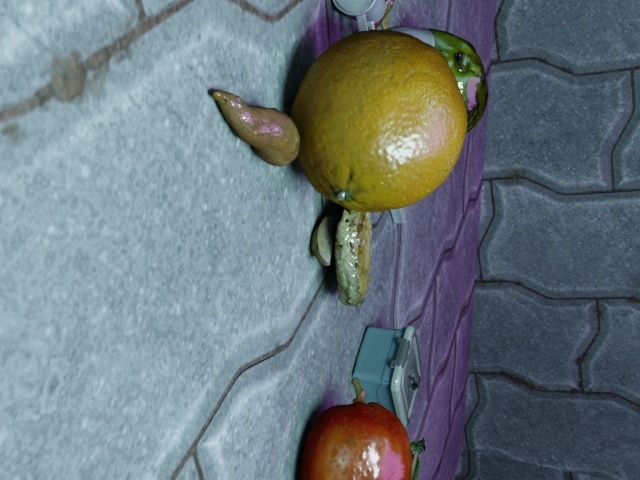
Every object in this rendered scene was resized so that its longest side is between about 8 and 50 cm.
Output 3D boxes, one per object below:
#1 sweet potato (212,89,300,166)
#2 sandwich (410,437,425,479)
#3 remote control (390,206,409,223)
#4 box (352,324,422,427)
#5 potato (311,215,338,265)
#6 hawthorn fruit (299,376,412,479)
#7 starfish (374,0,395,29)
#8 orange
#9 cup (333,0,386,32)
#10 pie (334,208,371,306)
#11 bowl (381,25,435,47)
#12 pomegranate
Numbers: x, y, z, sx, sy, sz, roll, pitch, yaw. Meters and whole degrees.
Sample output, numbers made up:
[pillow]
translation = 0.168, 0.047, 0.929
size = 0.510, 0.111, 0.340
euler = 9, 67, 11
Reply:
[sweet potato]
translation = -0.067, -0.138, 0.926
size = 0.226, 0.068, 0.068
euler = 34, 65, -69
[sandwich]
translation = 0.143, 0.609, 1.747
size = 0.212, 0.109, 0.292
euler = 7, 94, -60
[remote control]
translation = 0.207, -0.167, 1.758
size = 0.103, 0.034, 0.250
euler = 61, 41, -60
[box]
translation = 0.157, 0.297, 1.648
size = 0.227, 0.130, 0.162
euler = 72, 32, -49
[potato]
translation = -0.001, 0.000, 1.227
size = 0.037, 0.036, 0.093
euler = 32, 50, -28
[hawthorn fruit]
translation = 0.062, 0.372, 1.312
size = 0.205, 0.205, 0.253
euler = 4, 86, -71
[starfish]
translation = 0.120, -0.459, 1.387
size = 0.176, 0.053, 0.208
euler = 79, 31, -66
[orange]
translation = 0.079, -0.163, 1.055
size = 0.264, 0.264, 0.264
euler = 8, 90, -71
[cup]
translation = 0.069, -0.378, 1.204
size = 0.116, 0.074, 0.104
euler = -9, 87, -75
[pie]
translation = 0.064, -0.007, 1.307
size = 0.274, 0.055, 0.274
euler = 6, 90, -83
[bowl]
translation = 0.101, -0.299, 1.272
size = 0.086, 0.189, 0.189
euler = 26, 67, -26
[pomegranate]
translation = 0.245, -0.310, 1.558
size = 0.276, 0.203, 0.222
euler = 47, 37, -70
